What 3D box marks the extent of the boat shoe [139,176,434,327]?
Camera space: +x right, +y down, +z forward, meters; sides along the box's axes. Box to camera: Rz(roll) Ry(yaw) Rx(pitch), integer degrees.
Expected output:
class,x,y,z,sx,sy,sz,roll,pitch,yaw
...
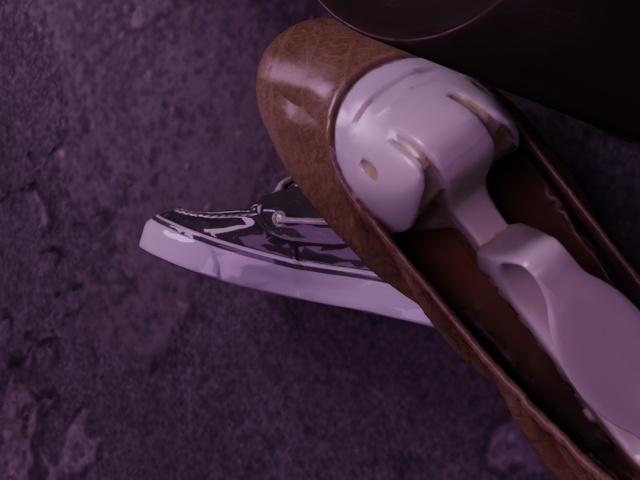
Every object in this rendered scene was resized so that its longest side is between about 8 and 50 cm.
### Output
class,x,y,z,sx,sy,sz,roll,pitch,yaw
boat shoe,0.000,0.000,0.767,0.219,0.078,0.070,11,89,22

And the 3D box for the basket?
class,x,y,z,sx,sy,sz,roll,pitch,yaw
basket,0.099,-0.141,0.604,0.154,0.227,0.204,-44,66,27

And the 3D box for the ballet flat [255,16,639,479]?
class,x,y,z,sx,sy,sz,roll,pitch,yaw
ballet flat,0.088,0.006,0.640,0.116,0.124,0.342,-35,78,-5
